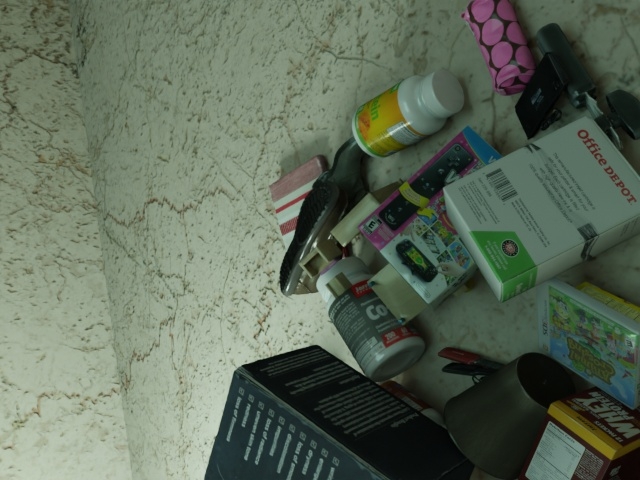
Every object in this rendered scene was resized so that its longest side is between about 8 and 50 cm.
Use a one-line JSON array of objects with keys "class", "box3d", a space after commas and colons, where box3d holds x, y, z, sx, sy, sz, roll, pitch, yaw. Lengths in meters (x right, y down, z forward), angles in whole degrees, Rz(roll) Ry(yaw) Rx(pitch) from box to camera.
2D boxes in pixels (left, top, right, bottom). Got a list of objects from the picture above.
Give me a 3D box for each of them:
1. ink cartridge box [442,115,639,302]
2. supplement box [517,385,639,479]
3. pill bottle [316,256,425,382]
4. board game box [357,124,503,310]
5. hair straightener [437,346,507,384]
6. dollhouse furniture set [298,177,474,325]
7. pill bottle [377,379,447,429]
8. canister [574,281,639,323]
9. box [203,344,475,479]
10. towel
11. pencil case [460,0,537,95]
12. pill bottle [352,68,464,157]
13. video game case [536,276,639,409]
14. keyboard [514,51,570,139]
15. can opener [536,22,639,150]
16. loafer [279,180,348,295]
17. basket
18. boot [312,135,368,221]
[{"class": "ink cartridge box", "box3d": [0.394, -0.054, 1.224, 0.289, 0.121, 0.211, -26, 63, 2]}, {"class": "supplement box", "box3d": [0.480, 0.381, 1.234, 0.129, 0.191, 0.194, 37, 122, 43]}, {"class": "pill bottle", "box3d": [0.114, 0.185, 1.690, 0.283, 0.161, 0.161, 57, 133, 31]}, {"class": "board game box", "box3d": [0.260, -0.044, 1.391, 0.303, 0.097, 0.224, -42, 67, 2]}, {"class": "hair straightener", "box3d": [0.359, 0.291, 1.505, 0.230, 0.047, 0.089, 3, 113, 45]}, {"class": "dollhouse furniture set", "box3d": [0.174, 0.057, 1.615, 0.303, 0.198, 0.286, 49, 119, 8]}, {"class": "pill bottle", "box3d": [0.209, 0.427, 1.630, 0.216, 0.121, 0.121, 30, 116, 45]}, {"class": "canister", "box3d": [0.524, 0.159, 1.236, 0.170, 0.073, 0.126, 33, 140, 46]}, {"class": "box", "box3d": [0.012, 0.562, 1.521, 0.472, 0.297, 0.479, 30, 111, 34]}, {"class": "towel", "box3d": [-0.027, -0.046, 1.944, 0.237, 0.037, 0.329, -26, 75, 47]}, {"class": "pencil case", "box3d": [0.358, -0.391, 1.390, 0.098, 0.095, 0.209, -21, 72, 14]}, {"class": "pill bottle", "box3d": [0.196, -0.287, 1.562, 0.246, 0.136, 0.136, -22, 76, 50]}, {"class": "video game case", "box3d": [0.471, 0.175, 1.231, 0.212, 0.023, 0.193, 35, 149, 47]}, {"class": "keyboard", "box3d": [0.423, -0.260, 1.318, 0.180, 0.023, 0.108, 100, 156, -65]}, {"class": "can opener", "box3d": [0.489, -0.282, 1.270, 0.093, 0.074, 0.280, -31, 67, 11]}, {"class": "loafer", "box3d": [0.000, 0.000, 1.806, 0.133, 0.130, 0.366, -101, 27, -44]}, {"class": "basket", "box3d": [0.379, 0.332, 1.357, 0.204, 0.154, 0.227, 44, 136, 15]}, {"class": "boot", "box3d": [0.094, -0.149, 1.767, 0.161, 0.083, 0.246, 52, 131, 16]}]
